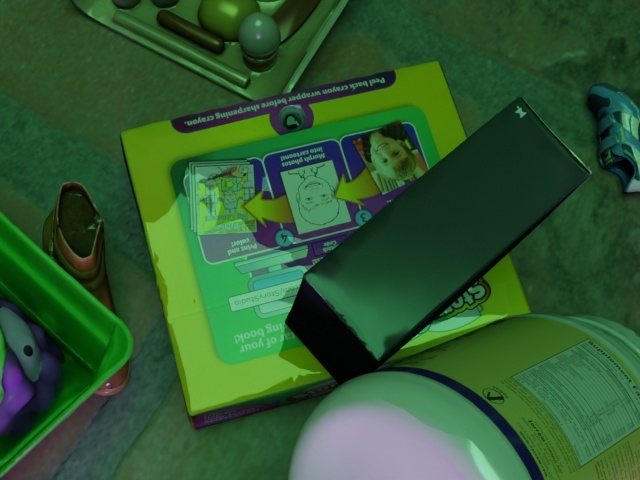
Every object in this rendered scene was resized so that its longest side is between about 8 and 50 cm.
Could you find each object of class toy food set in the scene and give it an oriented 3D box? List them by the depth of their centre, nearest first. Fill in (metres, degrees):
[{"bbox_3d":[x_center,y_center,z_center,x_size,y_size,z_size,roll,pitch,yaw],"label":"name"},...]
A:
[{"bbox_3d":[-0.119,-0.315,1.199,0.306,0.092,0.220,28,71,6],"label":"toy food set"}]

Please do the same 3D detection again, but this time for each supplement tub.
[{"bbox_3d":[0.161,0.197,0.893,0.331,0.241,0.241,-13,67,-48],"label":"supplement tub"}]

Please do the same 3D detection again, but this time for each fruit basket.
[{"bbox_3d":[-0.379,0.051,0.889,0.392,0.392,0.283,40,56,10],"label":"fruit basket"}]

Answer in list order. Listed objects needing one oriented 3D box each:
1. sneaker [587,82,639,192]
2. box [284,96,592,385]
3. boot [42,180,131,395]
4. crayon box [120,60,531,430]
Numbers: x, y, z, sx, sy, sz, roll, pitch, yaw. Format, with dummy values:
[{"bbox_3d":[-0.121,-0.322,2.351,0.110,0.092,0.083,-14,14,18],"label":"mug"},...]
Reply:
[{"bbox_3d":[0.348,-0.119,1.181,0.059,0.053,0.144,-26,73,-10],"label":"sneaker"},{"bbox_3d":[0.101,0.010,0.940,0.261,0.184,0.103,-39,79,-16],"label":"box"},{"bbox_3d":[-0.238,0.049,1.024,0.073,0.152,0.197,-18,72,-26],"label":"boot"},{"bbox_3d":[0.000,0.000,1.088,0.362,0.106,0.313,-14,73,-9],"label":"crayon box"}]
